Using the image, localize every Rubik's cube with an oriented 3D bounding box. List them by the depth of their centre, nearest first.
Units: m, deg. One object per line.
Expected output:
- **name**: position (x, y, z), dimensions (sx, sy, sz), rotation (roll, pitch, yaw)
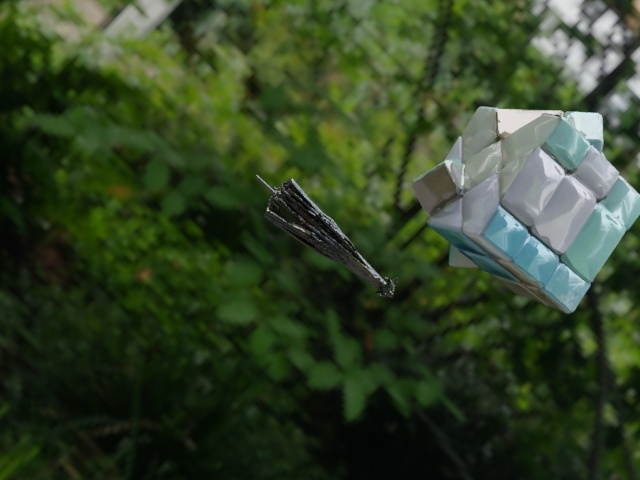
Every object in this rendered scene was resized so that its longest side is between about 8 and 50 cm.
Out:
- **Rubik's cube**: position (0.087, -0.018, 0.732), dimensions (0.075, 0.084, 0.073), rotation (56, -19, -22)

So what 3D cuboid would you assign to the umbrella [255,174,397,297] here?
- **umbrella**: position (0.001, -0.002, 0.787), dimensions (0.083, 0.020, 0.031), rotation (35, -23, -3)
